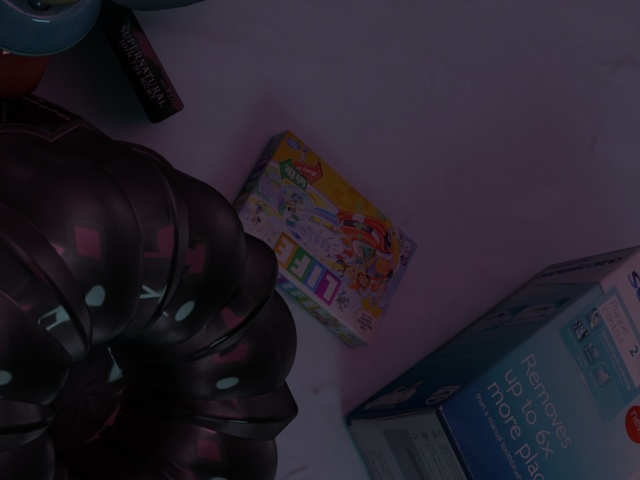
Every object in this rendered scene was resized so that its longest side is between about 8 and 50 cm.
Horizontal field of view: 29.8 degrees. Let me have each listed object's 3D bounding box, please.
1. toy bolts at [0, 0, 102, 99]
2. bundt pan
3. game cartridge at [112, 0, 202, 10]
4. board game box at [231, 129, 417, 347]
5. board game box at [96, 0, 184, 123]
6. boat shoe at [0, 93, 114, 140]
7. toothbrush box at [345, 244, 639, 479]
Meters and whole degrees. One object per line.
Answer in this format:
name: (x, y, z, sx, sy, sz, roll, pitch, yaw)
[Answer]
toy bolts: (-0.219, -0.127, 0.614, 0.228, 0.158, 0.218, 5, 80, -30)
bundt pan: (-0.138, 0.095, 0.721, 0.330, 0.124, 0.331, -12, 107, -43)
game cartridge: (-0.106, -0.259, 0.804, 0.294, 0.060, 0.196, -76, 158, -68)
board game box: (0.000, 0.000, 0.965, 0.154, 0.026, 0.103, 40, 60, -22)
board game box: (-0.149, -0.169, 0.838, 0.026, 0.126, 0.186, -28, 99, -3)
boat shoe: (-0.253, -0.066, 0.744, 0.340, 0.113, 0.127, 18, 70, -31)
toothbrush box: (0.197, 0.165, 1.011, 0.295, 0.126, 0.216, -30, 98, -37)
